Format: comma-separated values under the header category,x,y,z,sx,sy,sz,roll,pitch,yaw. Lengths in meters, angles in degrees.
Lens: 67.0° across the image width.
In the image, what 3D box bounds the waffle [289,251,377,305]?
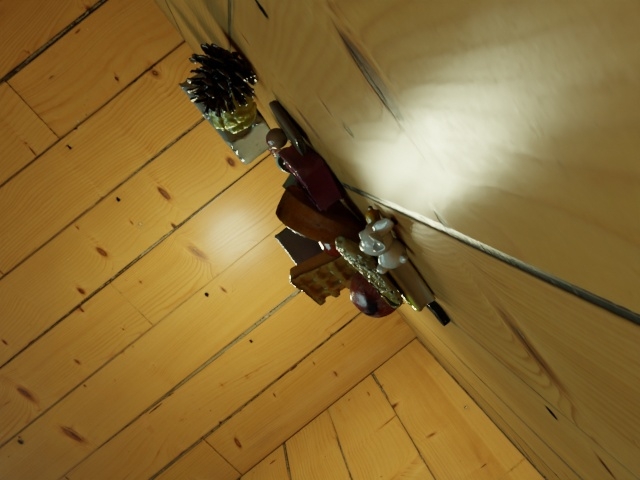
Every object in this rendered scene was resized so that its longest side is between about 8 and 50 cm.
category,x,y,z,sx,sy,sz,roll,pitch,yaw
waffle,0.075,0.118,1.924,0.304,0.349,0.077,50,-165,-55

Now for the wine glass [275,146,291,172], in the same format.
category,x,y,z,sx,sy,sz,roll,pitch,yaw
wine glass,-0.117,-0.305,1.822,0.103,0.103,0.222,51,180,-14

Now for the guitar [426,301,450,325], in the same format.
category,x,y,z,sx,sy,sz,roll,pitch,yaw
guitar,0.313,0.172,1.482,0.088,0.025,0.233,51,-179,-42

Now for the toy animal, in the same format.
category,x,y,z,sx,sy,sz,roll,pitch,yaw
toy animal,0.145,-0.011,1.112,0.127,0.130,0.182,10,160,37

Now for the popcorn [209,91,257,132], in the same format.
category,x,y,z,sx,sy,sz,roll,pitch,yaw
popcorn,-0.349,-0.530,1.838,0.256,0.195,0.255,51,170,8

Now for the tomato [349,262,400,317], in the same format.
category,x,y,z,sx,sy,sz,roll,pitch,yaw
tomato,0.212,0.196,1.851,0.208,0.184,0.208,31,152,19

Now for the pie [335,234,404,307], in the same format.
category,x,y,z,sx,sy,sz,roll,pitch,yaw
pie,0.140,0.086,1.373,0.274,0.055,0.274,47,179,1

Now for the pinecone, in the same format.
category,x,y,z,sx,sy,sz,roll,pitch,yaw
pinecone,-0.284,-0.444,1.355,0.207,0.208,0.208,51,180,1

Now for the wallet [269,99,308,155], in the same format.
category,x,y,z,sx,sy,sz,roll,pitch,yaw
wallet,-0.086,-0.317,1.370,0.152,0.039,0.118,55,178,16

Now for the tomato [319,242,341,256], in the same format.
category,x,y,z,sx,sy,sz,roll,pitch,yaw
tomato,0.064,-0.020,1.734,0.167,0.167,0.167,51,180,1

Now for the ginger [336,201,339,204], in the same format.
category,x,y,z,sx,sy,sz,roll,pitch,yaw
ginger,0.024,-0.154,1.906,0.118,0.065,0.299,48,-177,-24

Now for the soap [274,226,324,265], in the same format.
category,x,y,z,sx,sy,sz,roll,pitch,yaw
soap,0.000,0.000,2.083,0.285,0.296,0.107,53,180,-1

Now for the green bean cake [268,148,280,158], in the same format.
category,x,y,z,sx,sy,sz,roll,pitch,yaw
green bean cake,-0.257,-0.501,2.641,0.135,0.056,0.135,51,-179,21

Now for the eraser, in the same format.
category,x,y,z,sx,sy,sz,roll,pitch,yaw
eraser,0.215,0.082,1.349,0.226,0.069,0.158,52,177,-24

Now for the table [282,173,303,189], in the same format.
category,x,y,z,sx,sy,sz,roll,pitch,yaw
table,-0.065,-0.225,1.905,0.111,0.121,0.240,31,-175,-14

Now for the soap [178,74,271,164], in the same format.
category,x,y,z,sx,sy,sz,roll,pitch,yaw
soap,-0.431,-0.598,2.332,0.435,0.213,0.350,51,177,17

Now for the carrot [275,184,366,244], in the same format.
category,x,y,z,sx,sy,sz,roll,pitch,yaw
carrot,0.008,-0.071,1.562,0.308,0.100,0.258,29,-159,10

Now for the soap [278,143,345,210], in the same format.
category,x,y,z,sx,sy,sz,roll,pitch,yaw
soap,-0.041,-0.210,1.480,0.162,0.099,0.250,51,179,-37

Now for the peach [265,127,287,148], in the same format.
category,x,y,z,sx,sy,sz,roll,pitch,yaw
peach,-0.165,-0.381,1.813,0.083,0.083,0.083,51,180,1
